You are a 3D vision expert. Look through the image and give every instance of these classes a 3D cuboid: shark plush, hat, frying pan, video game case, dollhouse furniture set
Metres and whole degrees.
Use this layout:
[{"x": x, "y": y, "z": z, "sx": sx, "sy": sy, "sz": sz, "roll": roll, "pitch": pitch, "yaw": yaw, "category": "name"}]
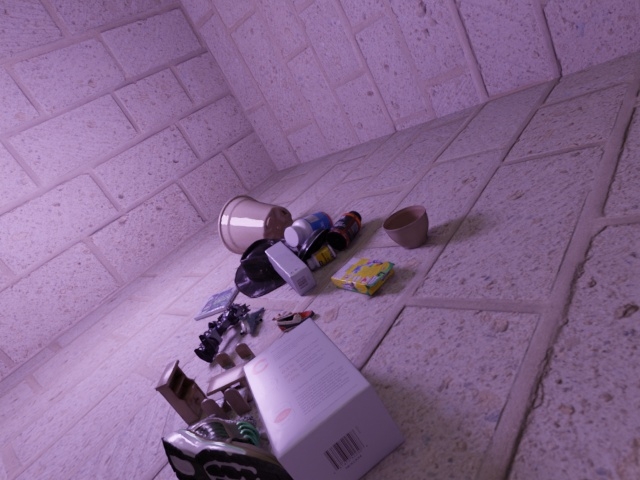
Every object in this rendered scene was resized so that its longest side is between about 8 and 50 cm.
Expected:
[{"x": -0.253, "y": 0.309, "z": 1.555, "sx": 0.067, "sy": 0.073, "sz": 0.161, "roll": 0, "pitch": 9, "yaw": 19, "category": "shark plush"}, {"x": -0.261, "y": 0.085, "z": 1.808, "sx": 0.330, "sy": 0.134, "sz": 0.332, "roll": -14, "pitch": 48, "yaw": 17, "category": "hat"}, {"x": 0.004, "y": -0.015, "z": 1.778, "sx": 0.326, "sy": 0.053, "sz": 0.197, "roll": -47, "pitch": -14, "yaw": -33, "category": "frying pan"}, {"x": -0.483, "y": 0.290, "z": 1.913, "sx": 0.190, "sy": 0.022, "sz": 0.173, "roll": -21, "pitch": 22, "yaw": 22, "category": "video game case"}, {"x": -0.326, "y": 0.411, "z": 1.210, "sx": 0.241, "sy": 0.161, "sz": 0.212, "roll": -27, "pitch": 20, "yaw": 9, "category": "dollhouse furniture set"}]

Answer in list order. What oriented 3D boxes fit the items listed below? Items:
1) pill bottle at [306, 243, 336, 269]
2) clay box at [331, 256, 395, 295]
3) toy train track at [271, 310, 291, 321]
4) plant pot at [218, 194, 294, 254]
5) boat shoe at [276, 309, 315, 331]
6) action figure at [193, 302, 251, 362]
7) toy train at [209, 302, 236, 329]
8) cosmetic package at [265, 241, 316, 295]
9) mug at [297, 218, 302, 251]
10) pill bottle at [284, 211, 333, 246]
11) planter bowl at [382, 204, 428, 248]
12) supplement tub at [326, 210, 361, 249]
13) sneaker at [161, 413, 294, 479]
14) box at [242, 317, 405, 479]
[{"x": 0.001, "y": 0.071, "z": 1.702, "sx": 0.116, "sy": 0.065, "sz": 0.065, "roll": -32, "pitch": 20, "yaw": -3, "category": "pill bottle"}, {"x": 0.151, "y": 0.121, "z": 1.398, "sx": 0.127, "sy": 0.053, "sz": 0.222, "roll": -40, "pitch": 24, "yaw": -25, "category": "clay box"}, {"x": -0.145, "y": 0.274, "z": 1.499, "sx": 0.083, "sy": 0.014, "sz": 0.048, "roll": -22, "pitch": 22, "yaw": 20, "category": "toy train track"}, {"x": -0.319, "y": -0.077, "z": 2.188, "sx": 0.305, "sy": 0.334, "sz": 0.334, "roll": 5, "pitch": 38, "yaw": 39, "category": "plant pot"}, {"x": -0.085, "y": 0.267, "z": 1.393, "sx": 0.136, "sy": 0.043, "sz": 0.049, "roll": -25, "pitch": 19, "yaw": 11, "category": "boat shoe"}, {"x": -0.369, "y": 0.321, "z": 1.555, "sx": 0.185, "sy": 0.099, "sz": 0.285, "roll": -46, "pitch": 7, "yaw": 29, "category": "action figure"}, {"x": -0.414, "y": 0.323, "z": 1.737, "sx": 0.158, "sy": 0.027, "sz": 0.036, "roll": -44, "pitch": 13, "yaw": -31, "category": "toy train"}, {"x": -0.121, "y": 0.108, "z": 1.621, "sx": 0.085, "sy": 0.117, "sz": 0.231, "roll": -34, "pitch": 40, "yaw": -14, "category": "cosmetic package"}, {"x": -0.091, "y": 0.000, "z": 1.983, "sx": 0.113, "sy": 0.150, "sz": 0.169, "roll": 15, "pitch": 39, "yaw": 9, "category": "mug"}, {"x": -0.053, "y": -0.046, "z": 1.857, "sx": 0.124, "sy": 0.125, "sz": 0.221, "roll": -7, "pitch": 14, "yaw": 47, "category": "pill bottle"}, {"x": 0.319, "y": -0.039, "z": 1.462, "sx": 0.162, "sy": 0.109, "sz": 0.162, "roll": -27, "pitch": 20, "yaw": 11, "category": "planter bowl"}, {"x": 0.112, "y": -0.051, "z": 1.782, "sx": 0.106, "sy": 0.106, "sz": 0.198, "roll": -13, "pitch": 26, "yaw": 39, "category": "supplement tub"}, {"x": -0.198, "y": 0.469, "z": 0.948, "sx": 0.409, "sy": 0.158, "sz": 0.182, "roll": -8, "pitch": 18, "yaw": 39, "category": "sneaker"}, {"x": -0.014, "y": 0.354, "z": 0.909, "sx": 0.214, "sy": 0.168, "sz": 0.345, "roll": -35, "pitch": 21, "yaw": -11, "category": "box"}]
